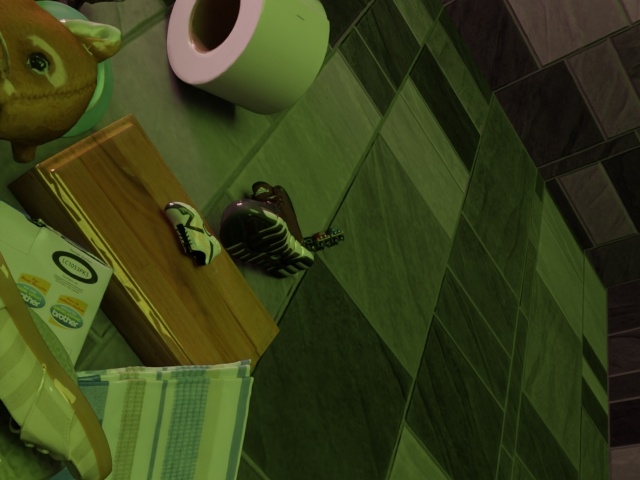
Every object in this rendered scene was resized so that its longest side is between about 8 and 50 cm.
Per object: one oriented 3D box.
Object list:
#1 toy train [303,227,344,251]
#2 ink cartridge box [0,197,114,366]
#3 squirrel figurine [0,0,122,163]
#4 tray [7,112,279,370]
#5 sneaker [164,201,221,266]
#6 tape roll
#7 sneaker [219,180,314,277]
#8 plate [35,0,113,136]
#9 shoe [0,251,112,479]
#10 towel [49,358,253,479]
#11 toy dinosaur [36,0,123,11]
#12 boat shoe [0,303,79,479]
[{"bbox_3d":[0.000,0.000,1.348,0.158,0.027,0.036,-17,75,-55],"label":"toy train"},{"bbox_3d":[-0.388,0.088,0.659,0.270,0.151,0.395,40,45,-33],"label":"ink cartridge box"},{"bbox_3d":[-0.387,-0.257,0.660,0.371,0.281,0.397,34,15,-22],"label":"squirrel figurine"},{"bbox_3d":[-0.233,0.036,0.970,0.410,0.076,0.203,57,36,-14],"label":"tray"},{"bbox_3d":[-0.186,-0.009,0.958,0.109,0.040,0.043,52,39,-22],"label":"sneaker"},{"bbox_3d":[-0.130,-0.364,1.180,0.169,0.246,0.246,15,60,-50],"label":"tape roll"},{"bbox_3d":[-0.107,-0.046,1.145,0.281,0.107,0.162,50,21,-64],"label":"sneaker"},{"bbox_3d":[-0.360,-0.240,0.934,0.188,0.024,0.188,-10,102,-56],"label":"plate"},{"bbox_3d":[-0.226,0.105,0.506,0.058,0.077,0.218,-32,116,-29],"label":"shoe"},{"bbox_3d":[-0.211,0.255,0.835,0.285,0.034,0.209,7,92,-45],"label":"towel"},{"bbox_3d":[-0.433,-0.418,0.942,0.313,0.121,0.160,42,30,-25],"label":"toy dinosaur"},{"bbox_3d":[-0.365,0.091,0.438,0.500,0.156,0.186,33,43,-59],"label":"boat shoe"}]
